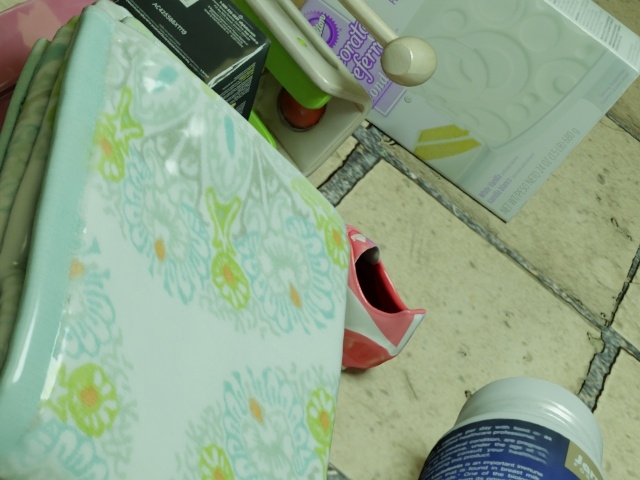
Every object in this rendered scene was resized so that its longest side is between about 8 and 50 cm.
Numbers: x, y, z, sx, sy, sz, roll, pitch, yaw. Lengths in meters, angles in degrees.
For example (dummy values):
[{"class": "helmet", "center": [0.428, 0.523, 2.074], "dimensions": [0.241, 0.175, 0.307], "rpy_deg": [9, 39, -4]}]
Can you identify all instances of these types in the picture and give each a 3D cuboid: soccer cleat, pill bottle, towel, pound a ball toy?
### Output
[{"class": "soccer cleat", "center": [0.000, 0.000, 1.328], "dimensions": [0.083, 0.095, 0.248], "rpy_deg": [-11, 62, -53]}, {"class": "pill bottle", "center": [0.139, 0.225, 1.140], "dimensions": [0.153, 0.153, 0.264], "rpy_deg": [36, 32, -4]}, {"class": "towel", "center": [-0.098, 0.058, 1.005], "dimensions": [0.320, 0.090, 0.374], "rpy_deg": [44, 40, -37]}, {"class": "pound a ball toy", "center": [-0.038, -0.204, 1.459], "dimensions": [0.319, 0.208, 0.136], "rpy_deg": [51, 19, 21]}]

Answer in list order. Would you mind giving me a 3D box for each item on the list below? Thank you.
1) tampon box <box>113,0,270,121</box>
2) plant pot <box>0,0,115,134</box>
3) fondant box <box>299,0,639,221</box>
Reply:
[{"class": "tampon box", "center": [-0.129, -0.144, 1.313], "dimensions": [0.120, 0.161, 0.101], "rpy_deg": [45, 64, 10]}, {"class": "plant pot", "center": [-0.204, -0.067, 1.156], "dimensions": [0.180, 0.201, 0.201], "rpy_deg": [59, 34, 3]}, {"class": "fondant box", "center": [0.150, -0.210, 1.628], "dimensions": [0.330, 0.238, 0.096], "rpy_deg": [37, 33, -2]}]
